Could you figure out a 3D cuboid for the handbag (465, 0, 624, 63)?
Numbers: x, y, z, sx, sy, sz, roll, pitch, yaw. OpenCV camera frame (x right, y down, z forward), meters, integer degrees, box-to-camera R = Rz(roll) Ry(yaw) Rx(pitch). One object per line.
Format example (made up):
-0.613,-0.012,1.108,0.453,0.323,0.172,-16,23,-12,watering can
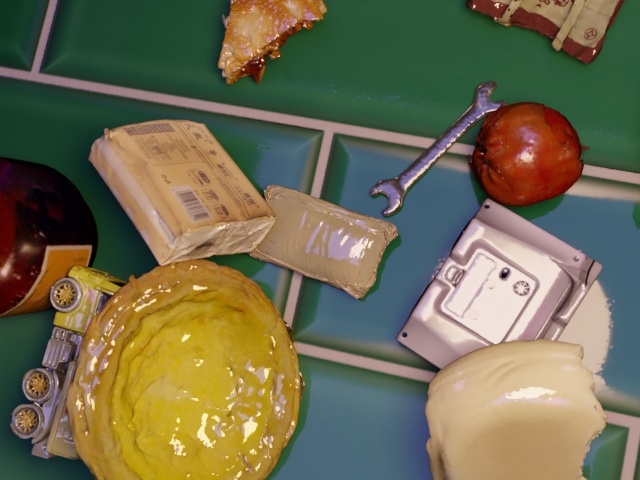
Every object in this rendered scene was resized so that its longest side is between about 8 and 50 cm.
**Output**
0.344,-0.390,1.111,0.213,0.127,0.235,30,110,10,handbag

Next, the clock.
0.242,0.089,1.096,0.186,0.083,0.253,32,88,13,clock

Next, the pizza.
-0.086,-0.317,1.219,0.154,0.069,0.194,36,95,12,pizza

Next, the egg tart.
-0.184,0.194,1.083,0.345,0.132,0.345,-1,93,-32,egg tart

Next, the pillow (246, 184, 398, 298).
0.000,0.000,1.164,0.208,0.053,0.119,21,89,13,pillow

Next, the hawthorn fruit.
0.293,-0.118,1.094,0.172,0.148,0.148,0,81,-13,hawthorn fruit

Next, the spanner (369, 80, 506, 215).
0.173,-0.135,1.174,0.254,0.015,0.054,-44,77,1,spanner

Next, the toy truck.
-0.322,0.184,1.155,0.157,0.124,0.272,14,85,12,toy truck

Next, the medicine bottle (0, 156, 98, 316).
-0.487,-0.013,1.080,0.242,0.395,0.242,-1,85,13,medicine bottle

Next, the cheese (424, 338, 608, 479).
0.253,0.248,1.000,0.233,0.127,0.266,-4,121,12,cheese

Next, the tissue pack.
-0.194,-0.074,1.128,0.222,0.186,0.090,49,127,24,tissue pack
